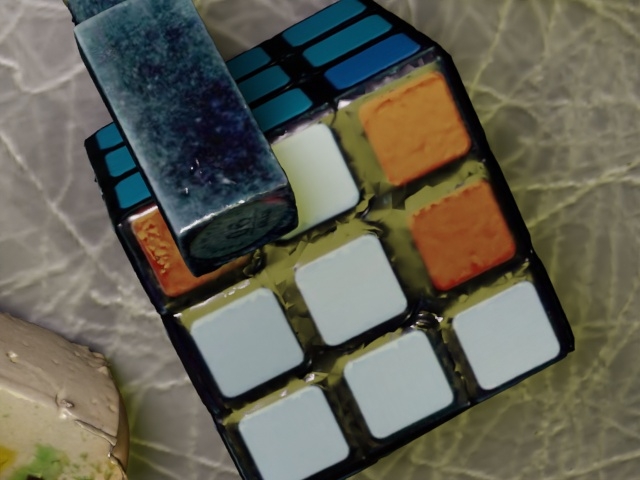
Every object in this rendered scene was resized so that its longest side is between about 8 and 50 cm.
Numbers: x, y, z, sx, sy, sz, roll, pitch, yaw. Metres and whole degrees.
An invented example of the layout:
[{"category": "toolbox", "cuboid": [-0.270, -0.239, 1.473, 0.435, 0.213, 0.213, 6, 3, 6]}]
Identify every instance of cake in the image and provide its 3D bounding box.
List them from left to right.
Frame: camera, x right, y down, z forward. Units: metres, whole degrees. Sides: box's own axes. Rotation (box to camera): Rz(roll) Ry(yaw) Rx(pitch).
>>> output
[{"category": "cake", "cuboid": [-0.183, 0.132, 0.926, 0.109, 0.090, 0.225, 27, 118, -20]}]

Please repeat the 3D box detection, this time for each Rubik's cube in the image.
[{"category": "Rubik's cube", "cuboid": [0.000, 0.000, 0.858, 0.162, 0.160, 0.163, -26, 110, -3]}]

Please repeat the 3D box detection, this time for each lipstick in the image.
[{"category": "lipstick", "cuboid": [-0.099, -0.131, 0.774, 0.051, 0.051, 0.312, -27, 69, -3]}]
